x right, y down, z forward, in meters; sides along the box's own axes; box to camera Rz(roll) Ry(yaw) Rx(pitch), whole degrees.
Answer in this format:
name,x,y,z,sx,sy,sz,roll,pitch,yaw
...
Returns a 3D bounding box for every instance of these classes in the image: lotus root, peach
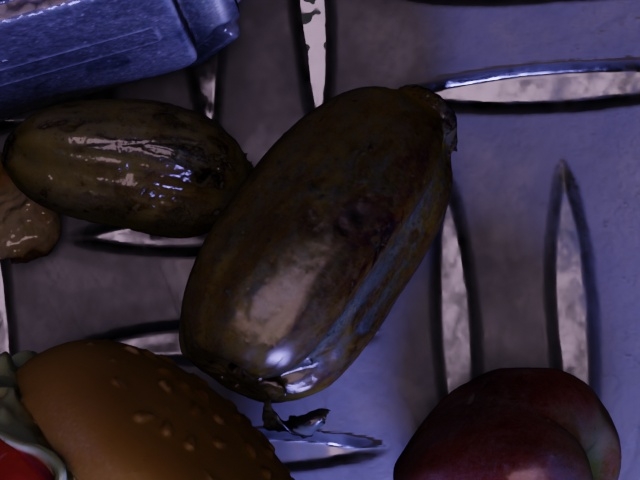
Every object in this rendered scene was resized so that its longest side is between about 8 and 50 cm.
name,x,y,z,sx,sy,sz,roll,pitch,yaw
lotus root,-0.126,-0.052,0.855,0.179,0.080,0.089,10,106,-8
lotus root,0.000,0.000,0.818,0.123,0.124,0.241,25,68,25
peach,0.117,0.154,0.813,0.152,0.152,0.152,0,86,2

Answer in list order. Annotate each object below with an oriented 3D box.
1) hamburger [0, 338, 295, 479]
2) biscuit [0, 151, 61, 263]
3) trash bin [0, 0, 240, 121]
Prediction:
name,x,y,z,sx,sy,sz,roll,pitch,yaw
hamburger,-0.120,0.182,0.751,0.274,0.274,0.212,42,90,4
biscuit,-0.276,-0.017,0.844,0.183,0.061,0.118,-29,70,-28
trash bin,-0.209,-0.289,0.787,0.255,0.296,0.368,-15,80,2
